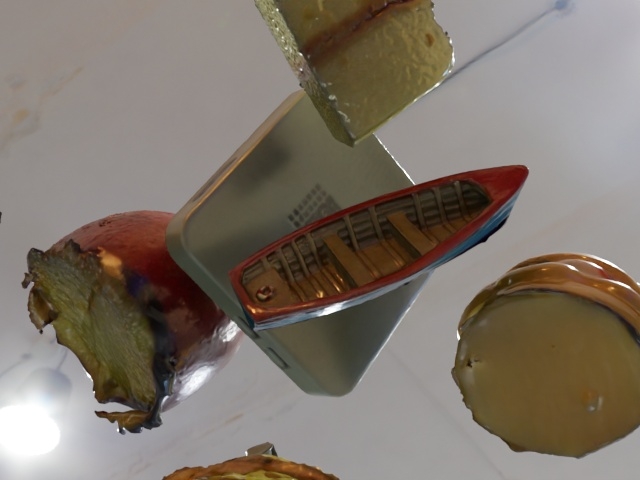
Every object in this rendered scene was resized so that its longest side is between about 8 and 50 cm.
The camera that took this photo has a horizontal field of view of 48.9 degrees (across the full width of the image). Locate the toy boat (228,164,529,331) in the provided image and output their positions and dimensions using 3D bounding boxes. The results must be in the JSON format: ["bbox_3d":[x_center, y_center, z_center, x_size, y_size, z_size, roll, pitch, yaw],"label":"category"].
[{"bbox_3d":[0.084,0.006,0.843,0.391,0.136,0.079,-22,-44,-17],"label":"toy boat"}]

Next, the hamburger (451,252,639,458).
[{"bbox_3d":[0.333,0.137,0.981,0.276,0.237,0.277,11,-63,23],"label":"hamburger"}]

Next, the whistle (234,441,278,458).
[{"bbox_3d":[-0.016,0.431,0.920,0.133,0.142,0.346,-22,-88,18],"label":"whistle"}]

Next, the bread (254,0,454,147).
[{"bbox_3d":[0.046,-0.263,0.892,0.178,0.135,0.240,-33,-74,-2],"label":"bread"}]

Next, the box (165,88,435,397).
[{"bbox_3d":[0.000,0.000,1.080,0.373,0.367,0.090,50,-27,-19],"label":"box"}]

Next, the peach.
[{"bbox_3d":[-0.293,0.107,1.147,0.353,0.416,0.339,-43,-87,-2],"label":"peach"}]

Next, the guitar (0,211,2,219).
[{"bbox_3d":[-0.444,-0.039,0.701,0.233,0.025,0.088,9,-99,-24],"label":"guitar"}]

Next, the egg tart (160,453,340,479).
[{"bbox_3d":[-0.092,0.324,0.635,0.340,0.341,0.129,-10,-52,10],"label":"egg tart"}]
